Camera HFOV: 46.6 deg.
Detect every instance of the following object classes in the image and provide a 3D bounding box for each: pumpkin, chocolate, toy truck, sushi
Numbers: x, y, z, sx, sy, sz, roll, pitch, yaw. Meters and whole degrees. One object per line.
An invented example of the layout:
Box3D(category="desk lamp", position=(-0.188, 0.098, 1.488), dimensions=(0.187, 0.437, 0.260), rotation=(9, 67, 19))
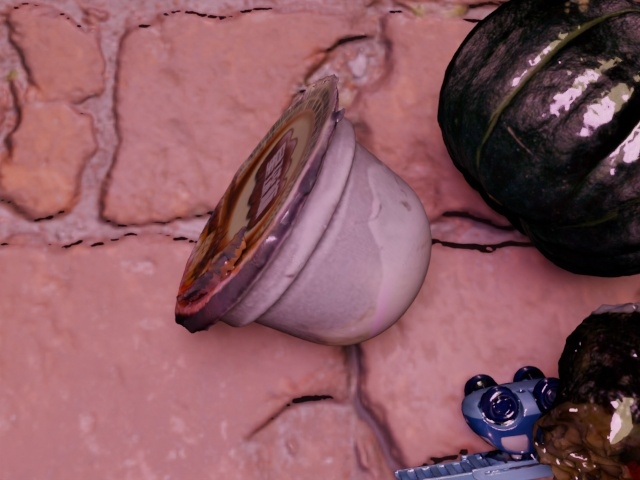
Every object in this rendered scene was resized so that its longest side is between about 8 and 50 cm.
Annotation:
Box3D(category="pumpkin", position=(0.186, -0.076, 0.535), dimensions=(0.162, 0.220, 0.220), rotation=(-39, 77, 7))
Box3D(category="chocolate", position=(-0.002, 0.008, 0.534), dimensions=(0.147, 0.221, 0.221), rotation=(38, 73, -17))
Box3D(category="toy truck", position=(0.120, 0.139, 0.545), dimensions=(0.136, 0.063, 0.074), rotation=(-8, 92, -2))
Box3D(category="sushi", position=(0.231, 0.142, 0.488), dimensions=(0.212, 0.147, 0.115), rotation=(40, 70, -13))
